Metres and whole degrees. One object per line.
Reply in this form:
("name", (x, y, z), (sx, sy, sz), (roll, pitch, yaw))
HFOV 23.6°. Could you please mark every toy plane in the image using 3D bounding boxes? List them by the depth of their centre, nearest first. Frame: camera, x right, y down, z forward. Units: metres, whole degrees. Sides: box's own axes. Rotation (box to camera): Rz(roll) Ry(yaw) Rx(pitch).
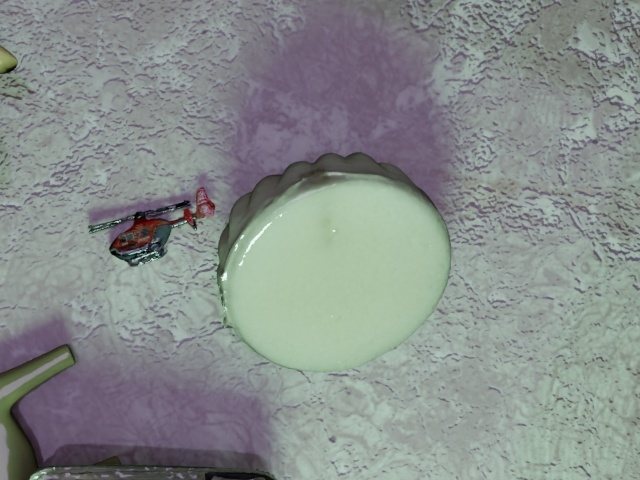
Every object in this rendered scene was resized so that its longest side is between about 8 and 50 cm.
("toy plane", (-0.188, -0.012, 1.749), (0.145, 0.037, 0.060), (-21, 79, -2))

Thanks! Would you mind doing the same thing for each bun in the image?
("bun", (0.000, 0.000, 1.711), (0.263, 0.175, 0.263), (-8, 125, -12))

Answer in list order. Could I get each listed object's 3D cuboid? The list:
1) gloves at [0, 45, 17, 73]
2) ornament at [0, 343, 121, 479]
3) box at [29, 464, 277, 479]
("gloves", (-0.449, -0.196, 1.674), (0.197, 0.152, 0.301), (-35, 65, 0))
("ornament", (-0.346, 0.266, 1.706), (0.245, 0.061, 0.230), (-26, 91, -9))
("box", (-0.185, 0.346, 1.636), (0.291, 0.166, 0.220), (3, 95, -16))
